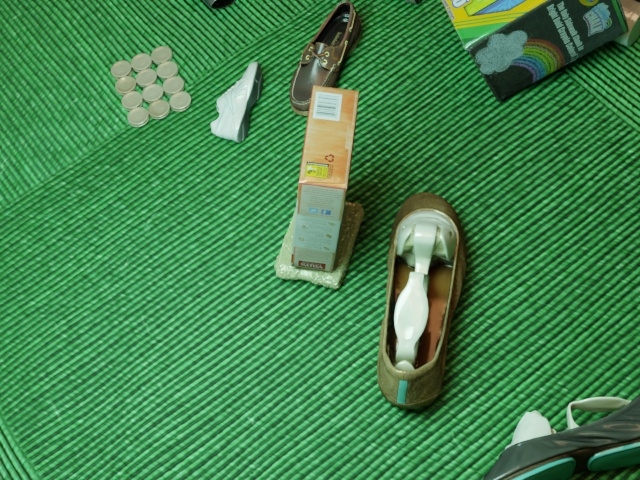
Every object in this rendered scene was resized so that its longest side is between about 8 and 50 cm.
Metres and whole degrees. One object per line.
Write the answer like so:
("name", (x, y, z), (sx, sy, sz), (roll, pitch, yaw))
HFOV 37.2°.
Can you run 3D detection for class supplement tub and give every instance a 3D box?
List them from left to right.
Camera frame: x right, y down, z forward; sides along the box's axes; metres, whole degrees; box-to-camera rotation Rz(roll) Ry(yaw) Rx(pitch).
("supplement tub", (0.462, -0.364, 1.525), (0.107, 0.071, 0.071), (34, 70, 23))

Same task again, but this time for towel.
("towel", (0.000, 0.000, 1.412), (0.110, 0.027, 0.148), (11, 62, 13))

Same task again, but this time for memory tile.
("memory tile", (-0.287, -0.260, 1.606), (0.113, 0.012, 0.148), (-22, 61, -4))

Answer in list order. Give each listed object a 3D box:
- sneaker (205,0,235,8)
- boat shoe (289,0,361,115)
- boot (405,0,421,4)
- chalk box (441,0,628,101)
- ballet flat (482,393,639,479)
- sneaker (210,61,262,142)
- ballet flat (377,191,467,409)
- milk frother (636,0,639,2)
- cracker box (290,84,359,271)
("sneaker", (-0.152, -0.496, 1.693), (0.222, 0.083, 0.118), (-41, 82, -22))
("boat shoe", (0.004, -0.301, 1.554), (0.073, 0.073, 0.207), (18, 66, 16))
("boot", (0.103, -0.502, 1.660), (0.208, 0.076, 0.189), (19, 63, 25))
("chalk box", (0.341, -0.382, 1.440), (0.289, 0.180, 0.179), (-28, 59, 15))
("ballet flat", (0.311, 0.257, 1.195), (0.280, 0.095, 0.096), (-13, 50, -11))
("sneaker", (-0.136, -0.230, 1.545), (0.061, 0.053, 0.152), (10, 63, 16))
("ballet flat", (0.136, 0.058, 1.304), (0.116, 0.124, 0.342), (8, 62, 12))
("milk frother", (0.547, -0.451, 1.513), (0.129, 0.143, 0.134), (-21, 59, -24))
("cracker box", (0.003, -0.078, 1.304), (0.067, 0.232, 0.155), (7, 60, 0))
